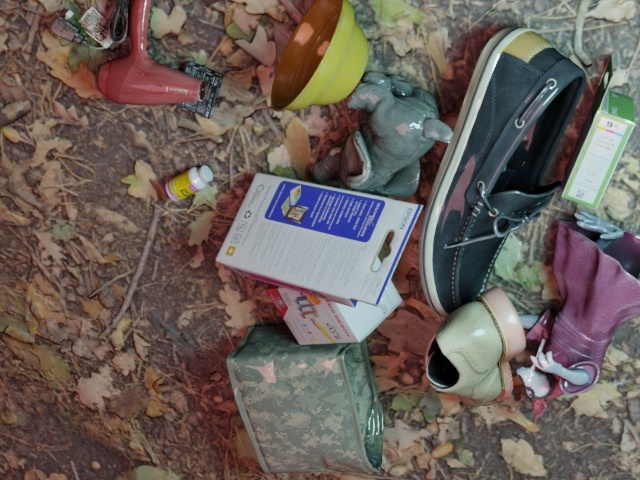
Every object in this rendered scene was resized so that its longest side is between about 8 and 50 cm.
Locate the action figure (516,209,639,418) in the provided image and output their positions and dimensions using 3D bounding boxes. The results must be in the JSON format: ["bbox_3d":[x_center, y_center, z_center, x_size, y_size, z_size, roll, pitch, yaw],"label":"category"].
[{"bbox_3d":[0.443,0.139,1.773,0.276,0.248,0.370,6,121,-17],"label":"action figure"}]

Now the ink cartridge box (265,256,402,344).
[{"bbox_3d":[0.023,0.094,1.841,0.176,0.127,0.128,-11,115,52],"label":"ink cartridge box"}]

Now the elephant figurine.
[{"bbox_3d":[0.092,-0.138,1.719,0.169,0.186,0.239,24,116,-3],"label":"elephant figurine"}]

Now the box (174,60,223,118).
[{"bbox_3d":[-0.210,-0.259,1.826,0.067,0.018,0.083,22,121,5],"label":"box"}]

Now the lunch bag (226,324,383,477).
[{"bbox_3d":[-0.018,0.307,1.979,0.235,0.169,0.287,-5,111,19],"label":"lunch bag"}]

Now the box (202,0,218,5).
[{"bbox_3d":[-0.055,-0.503,1.543,0.381,0.143,0.191,-16,148,21],"label":"box"}]

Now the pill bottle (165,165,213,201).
[{"bbox_3d":[-0.235,-0.104,1.899,0.083,0.043,0.043,-25,107,27],"label":"pill bottle"}]

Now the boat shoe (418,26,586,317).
[{"bbox_3d":[0.283,-0.080,1.669,0.156,0.187,0.500,31,120,30],"label":"boat shoe"}]

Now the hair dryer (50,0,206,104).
[{"bbox_3d":[-0.310,-0.330,1.775,0.293,0.080,0.223,45,120,-5],"label":"hair dryer"}]

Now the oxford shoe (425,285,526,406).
[{"bbox_3d":[0.236,0.197,1.768,0.146,0.140,0.397,-23,153,-8],"label":"oxford shoe"}]

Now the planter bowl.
[{"bbox_3d":[0.013,-0.281,1.657,0.090,0.217,0.217,25,123,-21],"label":"planter bowl"}]

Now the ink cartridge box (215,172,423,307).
[{"bbox_3d":[0.000,0.000,1.727,0.371,0.176,0.069,13,163,43],"label":"ink cartridge box"}]

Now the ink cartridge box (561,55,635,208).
[{"bbox_3d":[0.437,-0.166,1.629,0.062,0.109,0.209,19,120,6],"label":"ink cartridge box"}]
